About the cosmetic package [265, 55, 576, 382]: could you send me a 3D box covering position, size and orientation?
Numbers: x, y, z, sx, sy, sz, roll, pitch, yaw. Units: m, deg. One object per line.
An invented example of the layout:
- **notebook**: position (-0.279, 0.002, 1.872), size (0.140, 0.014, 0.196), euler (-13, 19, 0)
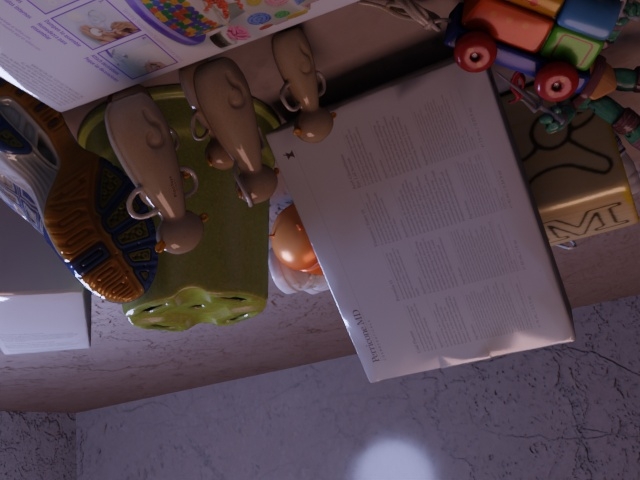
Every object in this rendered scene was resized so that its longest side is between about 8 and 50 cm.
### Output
- **cosmetic package**: position (0.133, -0.019, 0.877), size (0.284, 0.377, 0.097), euler (-17, -166, 21)

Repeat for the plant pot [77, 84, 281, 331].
- **plant pot**: position (-0.172, -0.022, 0.890), size (0.276, 0.254, 0.276), euler (-8, 161, -3)

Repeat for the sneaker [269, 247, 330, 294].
- **sneaker**: position (0.011, 0.047, 1.415), size (0.169, 0.108, 0.292), euler (-16, 169, 17)

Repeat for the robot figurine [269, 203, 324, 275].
- **robot figurine**: position (0.002, -0.001, 1.222), size (0.219, 0.158, 0.128), euler (13, 111, -48)

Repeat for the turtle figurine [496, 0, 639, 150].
- **turtle figurine**: position (0.327, -0.198, 0.806), size (0.234, 0.175, 0.118), euler (24, -170, -8)

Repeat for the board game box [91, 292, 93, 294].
- **board game box**: position (-0.455, 0.072, 1.373), size (0.201, 0.035, 0.136), euler (-11, 161, 7)

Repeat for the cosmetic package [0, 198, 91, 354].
- **cosmetic package**: position (-0.444, 0.046, 1.060), size (0.155, 0.197, 0.365), euler (-2, 158, -17)

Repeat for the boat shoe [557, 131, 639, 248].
- **boat shoe**: position (0.393, -0.040, 1.188), size (0.367, 0.156, 0.136), euler (-32, -177, 42)

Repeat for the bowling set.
- **bowling set**: position (-0.132, -0.111, 0.734), size (0.200, 0.154, 0.287), euler (5, -149, 47)

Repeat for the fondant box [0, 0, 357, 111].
- **fondant box**: position (-0.158, -0.236, 0.524), size (0.330, 0.096, 0.238), euler (-14, 161, 18)

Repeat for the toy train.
- **toy train**: position (0.171, -0.249, 0.654), size (0.248, 0.105, 0.143), euler (19, 137, -2)

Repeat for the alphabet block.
- **alphabet block**: position (0.328, -0.104, 0.972), size (0.197, 0.192, 0.193), euler (-16, 161, 25)

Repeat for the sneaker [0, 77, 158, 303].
- **sneaker**: position (-0.295, -0.054, 0.767), size (0.112, 0.296, 0.131), euler (-36, -176, -34)
